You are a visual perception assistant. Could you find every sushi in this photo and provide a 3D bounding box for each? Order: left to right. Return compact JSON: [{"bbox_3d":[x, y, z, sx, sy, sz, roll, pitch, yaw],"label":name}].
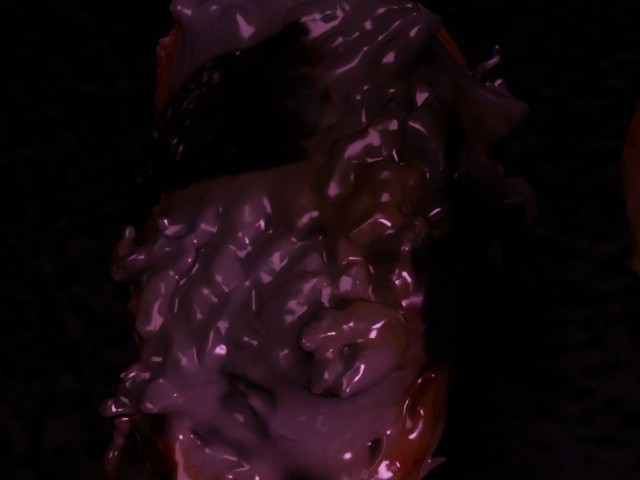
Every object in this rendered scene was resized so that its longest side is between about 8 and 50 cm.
[{"bbox_3d":[0.001,-0.002,0.423,0.097,0.103,0.226,6,57,-2],"label":"sushi"}]

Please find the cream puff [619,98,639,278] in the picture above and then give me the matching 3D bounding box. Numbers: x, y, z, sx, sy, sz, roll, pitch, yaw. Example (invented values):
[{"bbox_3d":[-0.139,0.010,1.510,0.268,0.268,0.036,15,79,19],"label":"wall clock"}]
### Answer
[{"bbox_3d":[0.192,-0.035,0.363,0.269,0.155,0.241,-14,53,1],"label":"cream puff"}]
